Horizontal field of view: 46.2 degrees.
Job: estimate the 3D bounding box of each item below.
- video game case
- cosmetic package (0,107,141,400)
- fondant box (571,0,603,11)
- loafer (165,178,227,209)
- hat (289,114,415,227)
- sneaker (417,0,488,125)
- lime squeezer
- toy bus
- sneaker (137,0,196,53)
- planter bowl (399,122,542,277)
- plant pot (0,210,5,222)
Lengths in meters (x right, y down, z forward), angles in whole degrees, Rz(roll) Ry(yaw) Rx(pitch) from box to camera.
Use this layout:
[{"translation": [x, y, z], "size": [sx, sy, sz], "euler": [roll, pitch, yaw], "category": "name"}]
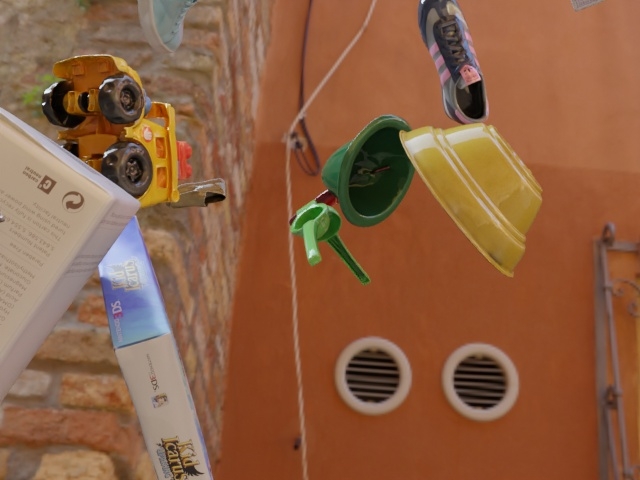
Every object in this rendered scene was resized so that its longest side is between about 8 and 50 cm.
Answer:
[{"translation": [-0.195, 0.137, 0.872], "size": [0.061, 0.269, 0.244], "euler": [-17, -58, -13], "category": "video game case"}, {"translation": [-0.347, 0.076, 0.702], "size": [0.156, 0.385, 0.217], "euler": [36, -5, -6], "category": "cosmetic package"}, {"translation": [0.388, -0.552, 1.159], "size": [0.096, 0.238, 0.330], "euler": [-18, -65, 27], "category": "fondant box"}, {"translation": [-0.281, -0.102, 1.716], "size": [0.148, 0.050, 0.056], "euler": [-20, -37, -15], "category": "loafer"}, {"translation": [0.026, -0.122, 1.216], "size": [0.183, 0.208, 0.173], "euler": [25, -14, 42], "category": "hat"}, {"translation": [0.311, -0.404, 1.670], "size": [0.112, 0.131, 0.319], "euler": [-26, -65, -3], "category": "sneaker"}, {"translation": [0.000, 0.000, 0.972], "size": [0.059, 0.110, 0.310], "euler": [-16, -11, 11], "category": "lime squeezer"}, {"translation": [-0.275, -0.149, 1.094], "size": [0.149, 0.220, 0.211], "euler": [3, 8, 33], "category": "toy bus"}, {"translation": [-0.305, -0.533, 1.611], "size": [0.150, 0.135, 0.366], "euler": [12, -28, 2], "category": "sneaker"}, {"translation": [0.193, -0.070, 0.874], "size": [0.090, 0.217, 0.217], "euler": [-39, -40, 18], "category": "planter bowl"}, {"translation": [-0.259, -0.042, 0.435], "size": [0.096, 0.109, 0.109], "euler": [-26, 8, -14], "category": "plant pot"}]
